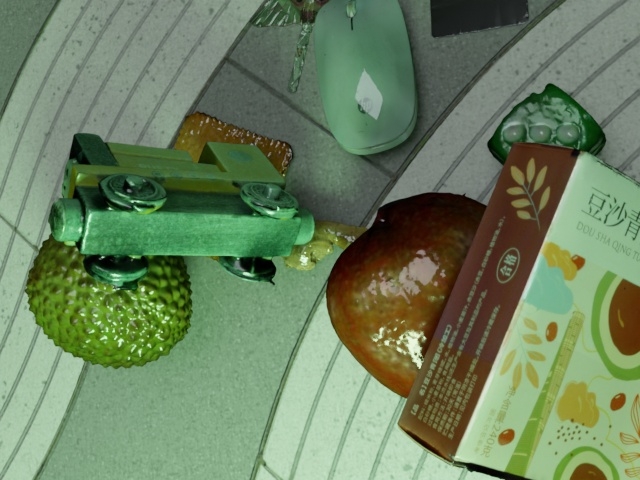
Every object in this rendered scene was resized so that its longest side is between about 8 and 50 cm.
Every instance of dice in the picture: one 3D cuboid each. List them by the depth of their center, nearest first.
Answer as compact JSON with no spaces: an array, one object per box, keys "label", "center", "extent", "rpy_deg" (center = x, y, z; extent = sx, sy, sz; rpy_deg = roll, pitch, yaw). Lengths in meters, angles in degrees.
[{"label":"dice","center":[0.329,-0.141,1.218],"extent":[0.128,0.131,0.120],"rpy_deg":[-45,71,7]}]

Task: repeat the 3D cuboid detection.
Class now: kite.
[{"label":"kite","center":[-0.023,-0.378,1.455],"extent":[0.229,0.012,0.250],"rpy_deg":[7,85,23]}]

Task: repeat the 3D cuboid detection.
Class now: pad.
[{"label":"pad","center":[0.254,-0.390,1.355],"extent":[0.157,0.003,0.112],"rpy_deg":[-5,80,20]}]

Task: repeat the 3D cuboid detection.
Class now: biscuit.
[{"label":"biscuit","center":[-0.182,-0.090,1.466],"extent":[0.232,0.013,0.237],"rpy_deg":[22,91,22]}]

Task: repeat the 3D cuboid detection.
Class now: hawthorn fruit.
[{"label":"hawthorn fruit","center":[0.151,0.086,1.183],"extent":[0.295,0.295,0.311],"rpy_deg":[-4,103,20]}]

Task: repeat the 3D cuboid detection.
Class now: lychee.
[{"label":"lychee","center":[-0.340,0.074,1.365],"extent":[0.320,0.270,0.270],"rpy_deg":[10,85,27]}]

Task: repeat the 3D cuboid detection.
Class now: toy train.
[{"label":"toy train","center":[-0.212,-0.053,1.252],"extent":[0.253,0.397,0.160],"rpy_deg":[51,131,47]}]

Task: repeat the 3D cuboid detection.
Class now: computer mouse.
[{"label":"computer mouse","center":[0.069,-0.279,1.354],"extent":[0.159,0.097,0.288],"rpy_deg":[-13,79,19]}]

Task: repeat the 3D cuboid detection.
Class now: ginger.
[{"label":"ginger","center":[-0.003,0.007,1.352],"extent":[0.165,0.067,0.096],"rpy_deg":[7,61,22]}]

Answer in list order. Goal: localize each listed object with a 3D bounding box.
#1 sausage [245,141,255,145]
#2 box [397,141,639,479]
[{"label":"sausage","center":[-0.182,-0.080,1.441],"extent":[0.029,0.029,0.223],"rpy_deg":[42,97,22]},{"label":"box","center":[0.326,0.121,1.062],"extent":[0.122,0.344,0.385],"rpy_deg":[21,89,59]}]
